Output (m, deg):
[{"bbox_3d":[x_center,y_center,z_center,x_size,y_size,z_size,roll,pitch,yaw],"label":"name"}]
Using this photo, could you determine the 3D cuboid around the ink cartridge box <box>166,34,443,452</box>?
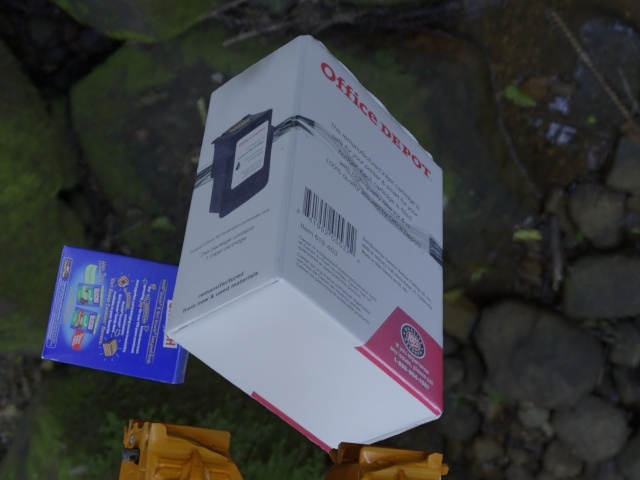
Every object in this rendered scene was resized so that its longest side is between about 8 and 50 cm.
[{"bbox_3d":[0.000,0.000,0.829,0.100,0.237,0.172,-27,129,30],"label":"ink cartridge box"}]

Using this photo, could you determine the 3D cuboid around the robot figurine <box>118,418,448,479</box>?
[{"bbox_3d":[-0.030,0.231,0.515,0.211,0.291,0.085,10,171,-20],"label":"robot figurine"}]

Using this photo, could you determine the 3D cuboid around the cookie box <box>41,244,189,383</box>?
[{"bbox_3d":[-0.152,0.058,0.921,0.107,0.092,0.040,11,177,6],"label":"cookie box"}]
